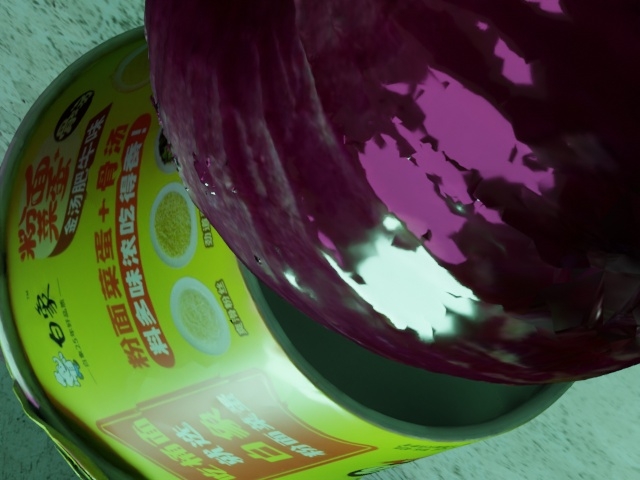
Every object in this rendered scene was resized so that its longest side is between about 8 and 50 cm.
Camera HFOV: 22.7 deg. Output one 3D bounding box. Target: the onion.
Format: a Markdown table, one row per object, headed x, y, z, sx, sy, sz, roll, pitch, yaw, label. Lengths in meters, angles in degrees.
| x | y | z | sx | sy | sz | roll | pitch | yaw | label |
| --- | --- | --- | --- | --- | --- | --- | --- | --- | --- |
| 0.063 | -0.070 | 0.494 | 0.230 | 0.272 | 0.256 | -108 | 21 | -46 | onion |

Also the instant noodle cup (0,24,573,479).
| x | y | z | sx | sy | sz | roll | pitch | yaw | label |
| --- | --- | --- | --- | --- | --- | --- | --- | --- | --- |
| 0.000 | 0.000 | 0.841 | 0.311 | 0.311 | 0.221 | 47 | 152 | -14 | instant noodle cup |
